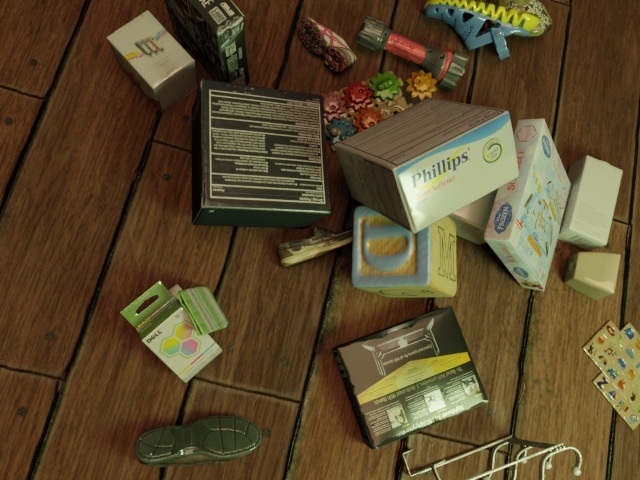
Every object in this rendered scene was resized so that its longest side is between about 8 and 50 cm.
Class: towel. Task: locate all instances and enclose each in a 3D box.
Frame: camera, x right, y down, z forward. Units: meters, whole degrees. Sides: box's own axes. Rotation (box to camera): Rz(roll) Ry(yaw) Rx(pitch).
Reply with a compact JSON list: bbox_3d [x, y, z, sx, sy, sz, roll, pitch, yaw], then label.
[{"bbox_3d":[-0.267,0.158,1.152,0.023,0.152,0.113,-33,83,8],"label":"towel"}]

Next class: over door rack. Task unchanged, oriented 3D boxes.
[{"bbox_3d":[0.367,0.510,1.130,0.324,0.239,0.108,-3,73,-10],"label":"over door rack"}]

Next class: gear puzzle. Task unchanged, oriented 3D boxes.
[{"bbox_3d":[0.160,-0.363,1.357,0.339,0.044,0.175,-21,82,-3],"label":"gear puzzle"}]

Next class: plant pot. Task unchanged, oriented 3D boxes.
[{"bbox_3d":[0.710,0.085,1.347,0.096,0.109,0.109,16,76,7],"label":"plant pot"}]

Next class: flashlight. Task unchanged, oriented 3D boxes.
[{"bbox_3d":[0.249,-0.517,1.403,0.304,0.103,0.103,21,78,-5],"label":"flashlight"}]

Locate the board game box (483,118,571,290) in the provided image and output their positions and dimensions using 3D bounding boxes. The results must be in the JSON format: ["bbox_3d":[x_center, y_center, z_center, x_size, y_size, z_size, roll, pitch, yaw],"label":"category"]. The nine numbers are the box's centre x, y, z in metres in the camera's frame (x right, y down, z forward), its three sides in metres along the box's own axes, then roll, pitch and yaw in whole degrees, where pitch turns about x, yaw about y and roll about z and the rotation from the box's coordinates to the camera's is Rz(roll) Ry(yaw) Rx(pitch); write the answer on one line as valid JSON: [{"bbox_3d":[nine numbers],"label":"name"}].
[{"bbox_3d":[0.526,-0.078,1.268,0.318,0.066,0.318,38,68,-46],"label":"board game box"}]

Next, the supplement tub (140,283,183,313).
[{"bbox_3d":[-0.351,0.160,1.176,0.107,0.071,0.071,-40,86,-15],"label":"supplement tub"}]

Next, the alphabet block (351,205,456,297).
[{"bbox_3d":[0.199,0.027,1.191,0.192,0.197,0.193,-3,76,32],"label":"alphabet block"}]

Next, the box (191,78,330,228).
[{"bbox_3d":[-0.149,-0.188,1.205,0.296,0.183,0.294,2,77,-21],"label":"box"}]

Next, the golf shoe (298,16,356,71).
[{"bbox_3d":[0.018,-0.540,1.396,0.186,0.067,0.086,47,49,3],"label":"golf shoe"}]

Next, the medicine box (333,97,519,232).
[{"bbox_3d":[0.214,-0.173,1.083,0.263,0.289,0.149,-28,118,-11],"label":"medicine box"}]

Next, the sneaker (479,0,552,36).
[{"bbox_3d":[0.531,-0.767,1.458,0.158,0.182,0.410,-38,87,-15],"label":"sneaker"}]

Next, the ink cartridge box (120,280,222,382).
[{"bbox_3d":[-0.325,0.203,1.123,0.109,0.062,0.209,-41,119,-14],"label":"ink cartridge box"}]

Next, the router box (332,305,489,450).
[{"bbox_3d":[0.213,0.321,1.225,0.308,0.081,0.243,-17,81,-12],"label":"router box"}]

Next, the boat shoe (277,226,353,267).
[{"bbox_3d":[-0.001,0.000,1.261,0.223,0.080,0.073,-22,87,-8],"label":"boat shoe"}]

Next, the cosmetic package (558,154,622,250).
[{"bbox_3d":[0.732,-0.103,1.399,0.117,0.085,0.231,23,73,-4],"label":"cosmetic package"}]

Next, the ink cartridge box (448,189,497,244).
[{"bbox_3d":[0.337,-0.153,1.322,0.306,0.131,0.226,25,75,-4],"label":"ink cartridge box"}]

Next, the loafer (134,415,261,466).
[{"bbox_3d":[-0.268,0.453,1.133,0.267,0.084,0.096,0,47,-13],"label":"loafer"}]

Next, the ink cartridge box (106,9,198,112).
[{"bbox_3d":[-0.412,-0.442,1.266,0.127,0.128,0.176,-41,86,-14],"label":"ink cartridge box"}]

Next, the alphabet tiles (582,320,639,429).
[{"bbox_3d":[0.810,0.341,1.354,0.198,0.009,0.237,-38,86,-14],"label":"alphabet tiles"}]

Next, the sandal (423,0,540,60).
[{"bbox_3d":[0.442,-0.606,1.446,0.317,0.138,0.126,20,32,10],"label":"sandal"}]

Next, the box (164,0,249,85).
[{"bbox_3d":[-0.276,-0.514,1.212,0.076,0.307,0.242,-38,85,-10],"label":"box"}]
